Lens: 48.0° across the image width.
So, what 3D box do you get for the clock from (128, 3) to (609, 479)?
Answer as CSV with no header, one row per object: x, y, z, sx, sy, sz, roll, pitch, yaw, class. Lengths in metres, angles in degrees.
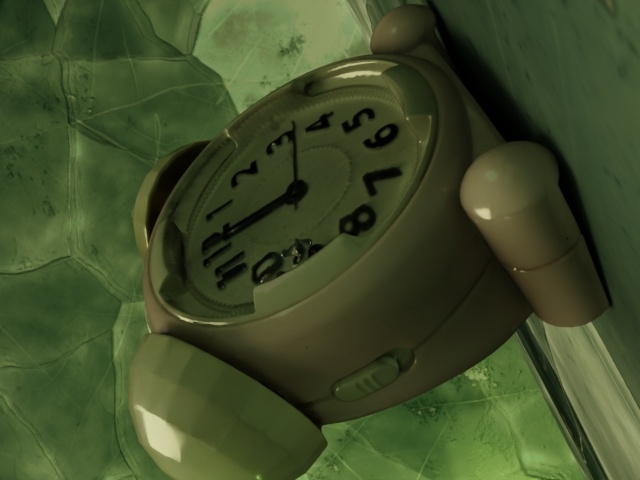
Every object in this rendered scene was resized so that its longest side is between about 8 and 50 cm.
0.000,0.000,0.561,0.184,0.326,0.342,56,-170,-33,clock
